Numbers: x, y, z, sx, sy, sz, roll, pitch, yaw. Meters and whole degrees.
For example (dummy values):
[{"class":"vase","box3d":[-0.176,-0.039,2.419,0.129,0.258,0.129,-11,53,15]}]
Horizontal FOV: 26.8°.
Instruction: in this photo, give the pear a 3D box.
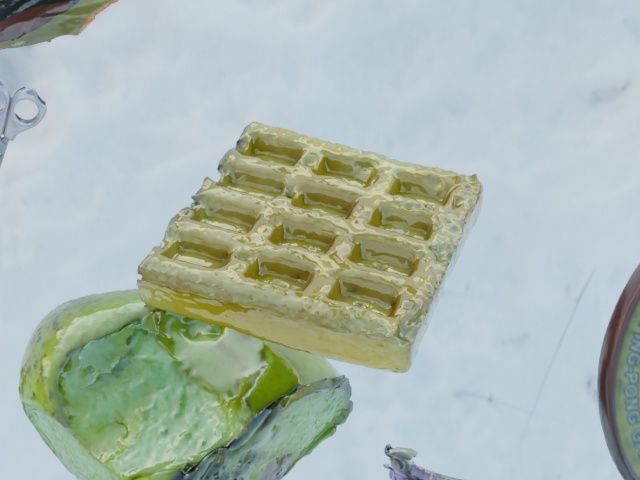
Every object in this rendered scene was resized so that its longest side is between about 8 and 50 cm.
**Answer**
[{"class":"pear","box3d":[-0.132,0.126,1.214,0.238,0.164,0.255,-37,61,-22]}]

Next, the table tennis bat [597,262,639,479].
[{"class":"table tennis bat","box3d":[0.388,0.057,0.979,0.415,0.051,0.268,-31,100,-6]}]

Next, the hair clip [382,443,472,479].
[{"class":"hair clip","box3d":[0.172,0.307,1.621,0.106,0.292,0.084,36,97,50]}]

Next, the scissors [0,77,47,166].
[{"class":"scissors","box3d":[-0.446,-0.135,1.875,0.100,0.189,0.015,16,25,-8]}]

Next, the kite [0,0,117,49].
[{"class":"kite","box3d":[-0.167,-0.163,0.665,0.378,0.327,0.013,-13,76,-15]}]

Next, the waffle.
[{"class":"waffle","box3d":[0.000,0.000,1.094,0.221,0.055,0.248,16,37,13]}]
